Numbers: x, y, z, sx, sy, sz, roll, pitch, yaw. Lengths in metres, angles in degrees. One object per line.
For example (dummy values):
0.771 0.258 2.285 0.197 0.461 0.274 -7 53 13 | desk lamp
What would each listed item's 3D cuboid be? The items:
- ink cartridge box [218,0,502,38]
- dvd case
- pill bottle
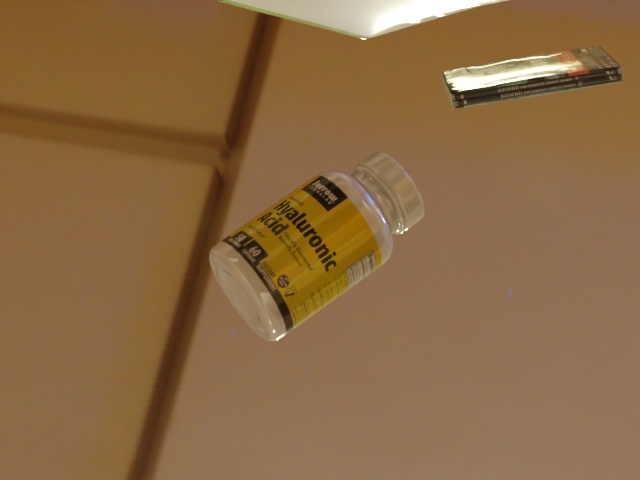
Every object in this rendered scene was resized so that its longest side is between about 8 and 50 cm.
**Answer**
0.062 -0.206 1.112 0.235 0.171 0.056 -11 -102 42 | ink cartridge box
0.148 -0.117 1.089 0.119 0.087 0.013 -8 -73 1 | dvd case
0.000 0.000 0.869 0.116 0.065 0.065 -35 -113 -17 | pill bottle
